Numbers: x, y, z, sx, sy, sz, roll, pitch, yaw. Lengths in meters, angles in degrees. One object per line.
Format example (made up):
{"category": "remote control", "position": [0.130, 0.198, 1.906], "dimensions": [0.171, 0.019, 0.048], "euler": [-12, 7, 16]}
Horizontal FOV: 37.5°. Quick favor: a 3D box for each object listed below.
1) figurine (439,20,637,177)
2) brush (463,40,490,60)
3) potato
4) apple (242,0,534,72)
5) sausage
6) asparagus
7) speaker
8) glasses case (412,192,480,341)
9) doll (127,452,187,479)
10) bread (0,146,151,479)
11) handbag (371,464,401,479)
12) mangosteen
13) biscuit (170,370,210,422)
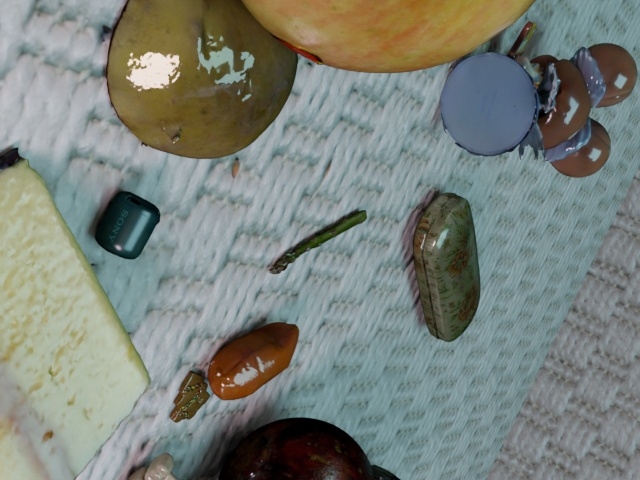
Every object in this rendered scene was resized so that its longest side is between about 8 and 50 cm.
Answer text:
{"category": "figurine", "position": [0.428, -0.266, 1.814], "dimensions": [0.388, 0.248, 0.276], "euler": [-14, 127, -56]}
{"category": "brush", "position": [0.324, -0.476, 1.699], "dimensions": [0.090, 0.017, 0.314], "euler": [-18, 129, -55]}
{"category": "potato", "position": [-0.117, -0.195, 1.130], "dimensions": [0.299, 0.116, 0.239], "euler": [17, 104, -60]}
{"category": "apple", "position": [0.078, -0.371, 0.992], "dimensions": [0.392, 0.347, 0.391], "euler": [-8, 101, -46]}
{"category": "sausage", "position": [-0.106, 0.189, 1.496], "dimensions": [0.179, 0.089, 0.089], "euler": [-30, 138, -37]}
{"category": "asparagus", "position": [0.000, 0.000, 1.569], "dimensions": [0.248, 0.025, 0.024], "euler": [-31, -179, -44]}
{"category": "speaker", "position": [-0.225, -0.014, 1.152], "dimensions": [0.075, 0.060, 0.094], "euler": [-61, 152, 1]}
{"category": "glasses case", "position": [0.269, 0.065, 1.984], "dimensions": [0.156, 0.098, 0.425], "euler": [-54, 151, -24]}
{"category": "doll", "position": [-0.184, 0.449, 1.427], "dimensions": [0.154, 0.278, 0.119], "euler": [-44, -173, 18]}
{"category": "bread", "position": [-0.393, 0.160, 1.068], "dimensions": [0.346, 0.242, 0.404], "euler": [-41, 112, -27]}
{"category": "handbag", "position": [0.067, 0.645, 2.038], "dimensions": [0.327, 0.163, 0.325], "euler": [-58, 168, -9]}
{"category": "mangosteen", "position": [-0.034, 0.455, 1.609], "dimensions": [0.311, 0.311, 0.311], "euler": [-39, 144, -36]}
{"category": "biscuit", "position": [-0.198, 0.240, 1.460], "dimensions": [0.082, 0.016, 0.092], "euler": [-27, 137, -46]}
